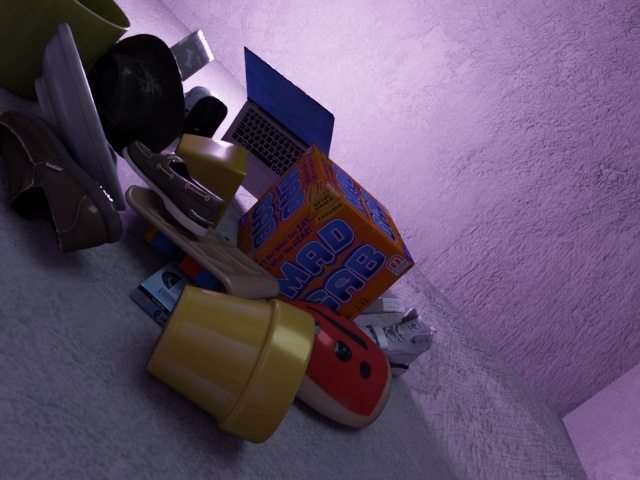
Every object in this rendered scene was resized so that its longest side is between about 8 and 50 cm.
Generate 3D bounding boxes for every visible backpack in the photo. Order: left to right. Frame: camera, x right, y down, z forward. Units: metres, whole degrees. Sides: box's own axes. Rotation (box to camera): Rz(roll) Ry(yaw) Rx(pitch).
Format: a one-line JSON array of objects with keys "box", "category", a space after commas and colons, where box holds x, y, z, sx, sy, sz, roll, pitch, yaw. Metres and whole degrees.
[{"box": [-0.434, -0.457, 1.982, 0.165, 0.188, 0.144, 24, 27, -51], "category": "backpack"}]

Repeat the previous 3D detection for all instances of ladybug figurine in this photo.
[{"box": [0.021, 0.287, 1.377, 0.449, 0.162, 0.305, 37, 19, -29], "category": "ladybug figurine"}]

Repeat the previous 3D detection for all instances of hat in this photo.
[{"box": [-0.497, -0.370, 1.394, 0.331, 0.331, 0.134, 50, 19, 14], "category": "hat"}]

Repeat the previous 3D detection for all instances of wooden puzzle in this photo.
[{"box": [-0.277, 0.027, 1.307, 0.348, 0.080, 0.322, 42, 6, 13], "category": "wooden puzzle"}]

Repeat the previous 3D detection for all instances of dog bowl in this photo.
[{"box": [-0.497, -0.541, 1.792, 0.102, 0.348, 0.349, 54, 13, -20], "category": "dog bowl"}]

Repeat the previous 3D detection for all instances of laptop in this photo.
[{"box": [-0.180, -0.334, 1.828, 0.382, 0.408, 0.236, 40, 14, 13], "category": "laptop"}]

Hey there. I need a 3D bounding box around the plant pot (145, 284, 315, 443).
[{"box": [-0.170, 0.201, 1.000, 0.239, 0.254, 0.254, 27, 20, -12], "category": "plant pot"}]

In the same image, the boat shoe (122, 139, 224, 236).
[{"box": [-0.342, -0.143, 1.279, 0.324, 0.097, 0.116, 43, 6, 28], "category": "boat shoe"}]

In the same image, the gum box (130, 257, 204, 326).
[{"box": [-0.297, 0.128, 1.180, 0.157, 0.041, 0.184, 44, 16, -5], "category": "gum box"}]

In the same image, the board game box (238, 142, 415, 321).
[{"box": [0.000, 0.000, 1.663, 0.356, 0.356, 0.356, 39, 17, -23], "category": "board game box"}]

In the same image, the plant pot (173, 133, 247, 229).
[{"box": [-0.338, -0.180, 1.559, 0.187, 0.212, 0.212, 27, 22, -19], "category": "plant pot"}]

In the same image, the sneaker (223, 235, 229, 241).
[{"box": [-0.264, 0.028, 1.501, 0.040, 0.043, 0.109, 36, 20, -37], "category": "sneaker"}]

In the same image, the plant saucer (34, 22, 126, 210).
[{"box": [-0.520, -0.245, 1.176, 0.400, 0.100, 0.401, 162, -90, -71], "category": "plant saucer"}]

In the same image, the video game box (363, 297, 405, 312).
[{"box": [0.150, 0.219, 1.816, 0.187, 0.205, 0.048, 20, 65, -60], "category": "video game box"}]

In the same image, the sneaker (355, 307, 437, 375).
[{"box": [0.216, 0.299, 1.749, 0.365, 0.210, 0.137, 31, 22, -42], "category": "sneaker"}]

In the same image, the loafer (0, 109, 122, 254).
[{"box": [-0.522, -0.113, 1.023, 0.366, 0.134, 0.130, 39, 50, 21], "category": "loafer"}]

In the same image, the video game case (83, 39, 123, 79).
[{"box": [-0.670, -0.525, 1.504, 0.206, 0.227, 0.026, 38, 39, -26], "category": "video game case"}]

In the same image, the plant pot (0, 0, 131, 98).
[{"box": [-0.656, -0.491, 1.316, 0.274, 0.293, 0.275, 41, 16, -15], "category": "plant pot"}]
